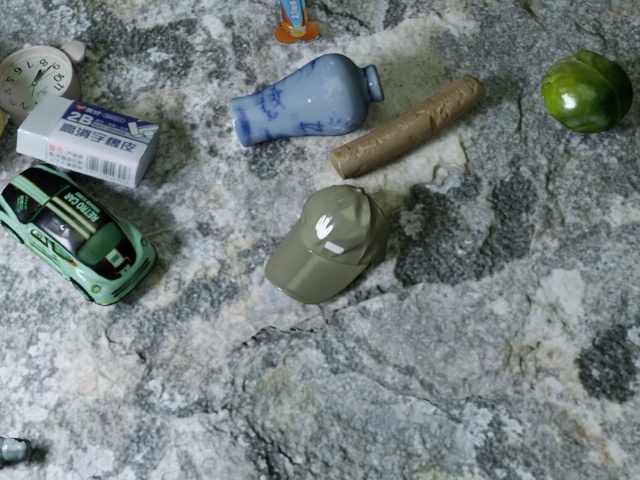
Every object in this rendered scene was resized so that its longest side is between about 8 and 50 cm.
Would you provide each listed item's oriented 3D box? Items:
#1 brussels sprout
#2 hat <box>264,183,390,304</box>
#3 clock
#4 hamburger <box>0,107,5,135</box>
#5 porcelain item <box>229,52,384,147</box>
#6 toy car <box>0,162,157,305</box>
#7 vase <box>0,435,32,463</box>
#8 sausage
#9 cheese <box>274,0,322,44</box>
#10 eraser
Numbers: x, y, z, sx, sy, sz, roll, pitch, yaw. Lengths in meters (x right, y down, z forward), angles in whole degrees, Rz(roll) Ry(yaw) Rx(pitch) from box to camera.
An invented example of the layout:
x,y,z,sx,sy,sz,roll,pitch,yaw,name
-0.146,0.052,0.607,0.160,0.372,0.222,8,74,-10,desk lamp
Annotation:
x,y,z,sx,sy,sz,roll,pitch,yaw,name
0.444,-0.242,1.677,0.155,0.117,0.155,-10,32,6,brussels sprout
0.000,0.000,1.584,0.166,0.144,0.173,33,46,22,hat
-0.514,-0.276,1.808,0.155,0.063,0.229,36,70,24,clock
-0.696,-0.183,1.699,0.318,0.158,0.319,-7,67,17,hamburger
-0.022,-0.234,1.707,0.259,0.141,0.141,-16,61,4,porcelain item
-0.409,-0.026,1.627,0.306,0.125,0.136,37,71,20,toy car
-0.535,0.312,1.488,0.211,0.060,0.060,-3,61,2,vase
0.153,-0.194,1.707,0.301,0.066,0.066,-31,63,-9,sausage
-0.055,-0.468,1.886,0.106,0.037,0.256,-10,60,1,cheese
-0.390,-0.170,1.695,0.210,0.068,0.124,17,43,0,eraser
